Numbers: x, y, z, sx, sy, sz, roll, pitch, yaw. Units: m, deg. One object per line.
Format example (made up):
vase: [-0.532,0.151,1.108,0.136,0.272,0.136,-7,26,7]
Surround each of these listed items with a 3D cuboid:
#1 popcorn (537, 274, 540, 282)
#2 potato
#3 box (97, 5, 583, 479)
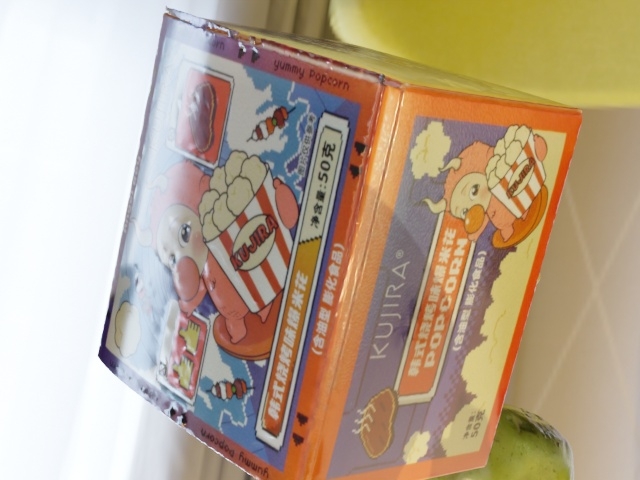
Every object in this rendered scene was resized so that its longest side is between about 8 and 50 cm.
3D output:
popcorn: [0.141,0.029,1.301,0.218,0.189,0.169,-9,-152,-25]
potato: [0.234,0.331,1.661,0.304,0.215,0.216,5,175,-43]
box: [0.000,0.000,1.048,0.257,0.348,0.319,1,-161,-43]
